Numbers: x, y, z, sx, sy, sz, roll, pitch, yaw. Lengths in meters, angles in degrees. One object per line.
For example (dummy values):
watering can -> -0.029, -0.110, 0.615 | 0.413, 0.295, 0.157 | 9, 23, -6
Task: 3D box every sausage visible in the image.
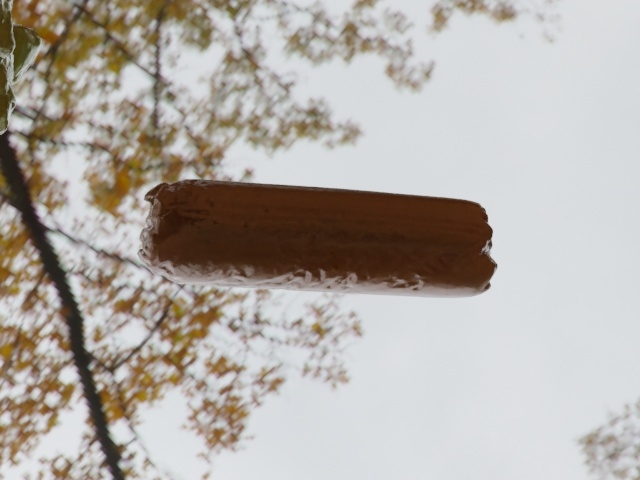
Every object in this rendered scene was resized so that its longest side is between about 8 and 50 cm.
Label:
sausage -> -0.001, -0.001, 1.132 | 0.289, 0.086, 0.086 | 3, -121, -5

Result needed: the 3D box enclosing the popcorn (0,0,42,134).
popcorn -> -0.285, -0.116, 0.890 | 0.195, 0.256, 0.255 | 30, -116, -25
